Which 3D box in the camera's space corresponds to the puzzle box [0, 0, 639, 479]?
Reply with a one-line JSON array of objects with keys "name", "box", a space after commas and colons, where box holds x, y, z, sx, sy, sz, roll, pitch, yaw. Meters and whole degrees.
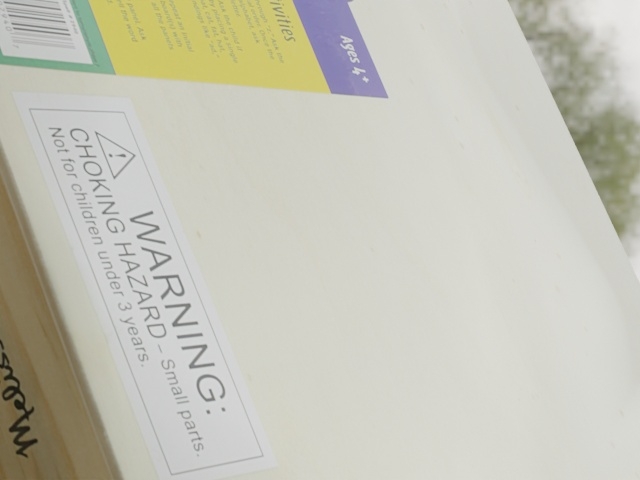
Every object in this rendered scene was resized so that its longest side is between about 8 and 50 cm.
[{"name": "puzzle box", "box": [0.000, 0.000, 0.497, 0.052, 0.272, 0.408, -35, -111, 35]}]
